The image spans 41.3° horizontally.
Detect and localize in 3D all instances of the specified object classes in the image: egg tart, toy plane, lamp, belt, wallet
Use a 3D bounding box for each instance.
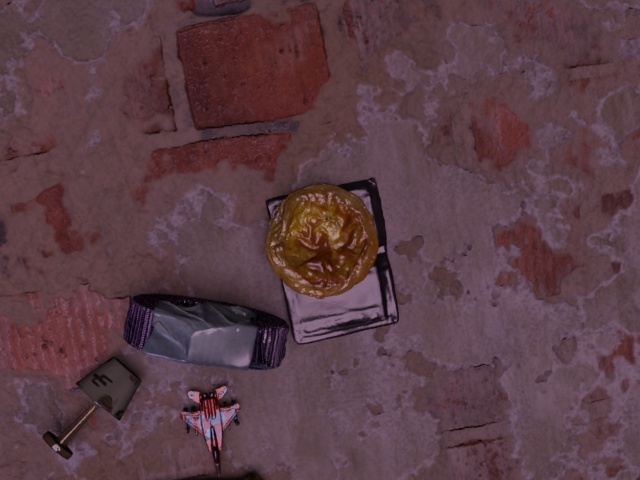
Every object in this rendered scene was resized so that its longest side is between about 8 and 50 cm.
[{"bbox_3d":[0.000,0.000,1.751,0.241,0.106,0.241,1,85,-6],"label":"egg tart"},{"bbox_3d":[-0.229,0.407,1.811,0.130,0.061,0.189,-8,99,-6],"label":"toy plane"},{"bbox_3d":[-0.471,0.345,1.747,0.121,0.121,0.214,45,77,-7],"label":"lamp"},{"bbox_3d":[-0.224,0.178,1.692,0.325,0.260,0.122,12,94,-13],"label":"belt"},{"bbox_3d":[0.033,0.045,1.820,0.247,0.041,0.323,-11,92,-6],"label":"wallet"}]

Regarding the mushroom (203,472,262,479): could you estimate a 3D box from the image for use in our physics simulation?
[{"bbox_3d":[-0.262,0.555,1.795,0.312,0.100,0.081,-5,116,-3],"label":"mushroom"}]
